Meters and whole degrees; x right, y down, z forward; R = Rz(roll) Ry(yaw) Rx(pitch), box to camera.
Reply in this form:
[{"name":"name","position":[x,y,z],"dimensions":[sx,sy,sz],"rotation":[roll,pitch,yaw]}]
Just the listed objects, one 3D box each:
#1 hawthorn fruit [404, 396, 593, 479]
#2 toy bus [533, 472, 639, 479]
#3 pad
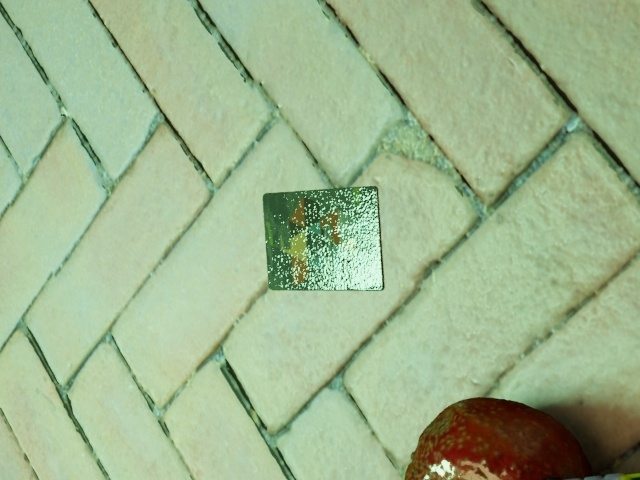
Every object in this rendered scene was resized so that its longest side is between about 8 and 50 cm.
[{"name":"hawthorn fruit","position":[0.225,0.289,1.500],"dimensions":[0.253,0.205,0.205],"rotation":[15,103,32]},{"name":"toy bus","position":[0.310,0.401,1.197],"dimensions":[0.249,0.440,0.209],"rotation":[-8,106,12]},{"name":"pad","position":[0.000,0.000,1.793],"dimensions":[0.211,0.003,0.143],"rotation":[-3,92,42]}]
